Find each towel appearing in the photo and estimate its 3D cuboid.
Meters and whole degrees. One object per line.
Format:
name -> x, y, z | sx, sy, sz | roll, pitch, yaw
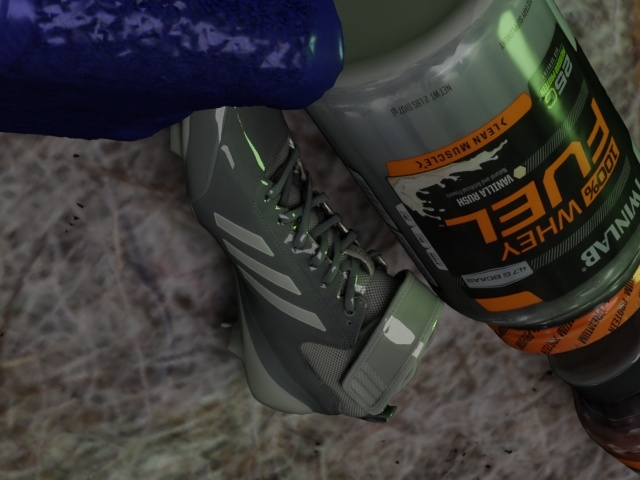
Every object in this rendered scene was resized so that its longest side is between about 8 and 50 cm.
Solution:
towel -> -0.171, -0.089, 0.622 | 0.308, 0.228, 0.076 | 4, 86, -27

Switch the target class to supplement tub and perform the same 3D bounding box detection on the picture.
supplement tub -> 0.076, -0.042, 0.812 | 0.117, 0.117, 0.190 | -39, 125, -2
supplement tub -> 0.204, 0.086, 0.946 | 0.198, 0.106, 0.106 | 36, 97, -35

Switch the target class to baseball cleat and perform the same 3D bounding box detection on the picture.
baseball cleat -> 0.000, 0.000, 0.801 | 0.206, 0.109, 0.072 | 76, 32, -43
